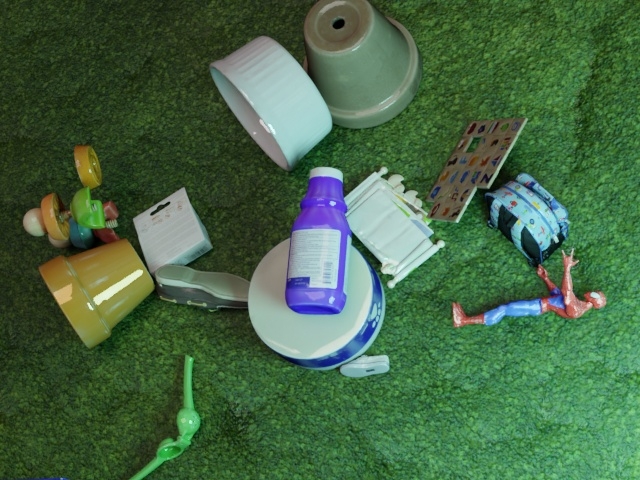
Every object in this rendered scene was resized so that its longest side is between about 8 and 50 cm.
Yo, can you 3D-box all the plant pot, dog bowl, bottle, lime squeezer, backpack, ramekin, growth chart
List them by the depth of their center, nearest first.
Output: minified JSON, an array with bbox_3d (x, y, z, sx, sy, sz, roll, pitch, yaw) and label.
[{"bbox_3d":[0.390,-0.051,1.772,0.117,0.173,0.158,-43,64,0],"label":"backpack"},{"bbox_3d":[0.000,0.000,1.803,0.118,0.092,0.283,-1,71,16],"label":"bottle"},{"bbox_3d":[-0.008,0.121,1.873,0.264,0.104,0.265,-5,70,15],"label":"dog bowl"},{"bbox_3d":[-0.311,0.391,1.900,0.109,0.059,0.310,23,80,22],"label":"lime squeezer"},{"bbox_3d":[0.143,-0.036,1.911,0.172,0.021,0.237,-32,65,-11],"label":"growth chart"},{"bbox_3d":[-0.098,-0.294,1.960,0.135,0.277,0.277,-39,65,-8],"label":"ramekin"},{"bbox_3d":[0.068,-0.397,1.962,0.262,0.229,0.263,-5,71,15],"label":"plant pot"},{"bbox_3d":[-0.463,0.095,1.984,0.188,0.205,0.205,-32,65,-12],"label":"plant pot"}]

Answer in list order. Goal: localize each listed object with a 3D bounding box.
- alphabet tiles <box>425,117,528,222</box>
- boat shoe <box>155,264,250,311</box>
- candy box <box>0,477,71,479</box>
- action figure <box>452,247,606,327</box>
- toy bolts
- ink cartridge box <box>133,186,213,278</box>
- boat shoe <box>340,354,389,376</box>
[{"bbox_3d":[0.296,-0.140,1.848,0.237,0.009,0.198,-60,22,-8],"label":"alphabet tiles"},{"bbox_3d":[-0.239,0.109,1.970,0.227,0.069,0.081,12,32,12],"label":"boat shoe"},{"bbox_3d":[-0.576,0.539,1.813,0.317,0.268,0.122,-7,66,15],"label":"candy box"},{"bbox_3d":[0.391,0.090,1.761,0.280,0.091,0.139,-4,87,16],"label":"action figure"},{"bbox_3d":[-0.548,-0.073,2.041,0.158,0.228,0.218,-14,62,2],"label":"toy bolts"},{"bbox_3d":[-0.330,-0.015,2.065,0.145,0.045,0.179,-32,47,5],"label":"ink cartridge box"},{"bbox_3d":[0.088,0.244,1.843,0.100,0.035,0.035,-12,41,17],"label":"boat shoe"}]
